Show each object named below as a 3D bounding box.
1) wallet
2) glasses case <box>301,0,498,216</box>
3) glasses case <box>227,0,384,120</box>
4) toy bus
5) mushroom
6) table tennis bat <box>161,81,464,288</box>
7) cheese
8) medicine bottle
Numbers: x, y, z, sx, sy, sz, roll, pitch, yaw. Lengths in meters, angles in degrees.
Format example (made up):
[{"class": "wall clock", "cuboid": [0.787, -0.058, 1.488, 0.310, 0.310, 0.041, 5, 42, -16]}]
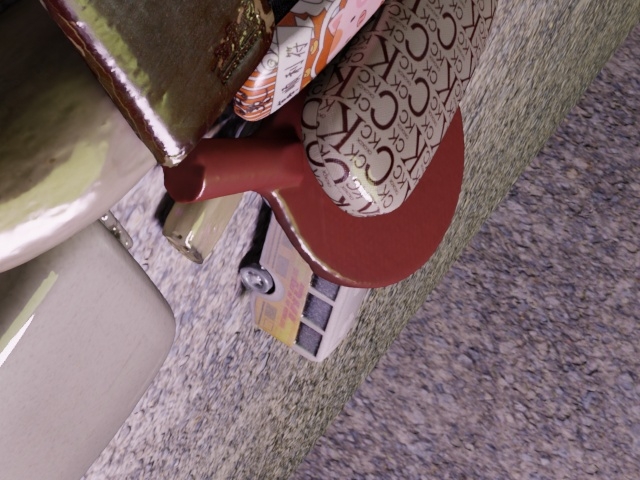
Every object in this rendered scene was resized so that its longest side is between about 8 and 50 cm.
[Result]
[{"class": "wallet", "cuboid": [-0.095, -0.148, 0.782, 0.122, 0.031, 0.232, -57, 143, -19]}, {"class": "glasses case", "cuboid": [0.080, -0.176, 1.393, 0.137, 0.085, 0.355, 54, 47, -33]}, {"class": "glasses case", "cuboid": [0.008, -0.209, 1.279, 0.267, 0.067, 0.103, -51, 167, -22]}, {"class": "toy bus", "cuboid": [0.000, 0.000, 1.646, 0.097, 0.138, 0.342, -46, 166, -34]}, {"class": "mushroom", "cuboid": [-0.178, -0.056, 0.849, 0.350, 0.128, 0.128, -43, 163, -33]}, {"class": "table tennis bat", "cuboid": [0.014, -0.081, 1.406, 0.414, 0.051, 0.268, -11, 99, -50]}, {"class": "cheese", "cuboid": [-0.081, -0.070, 1.378, 0.192, 0.037, 0.097, -59, 169, -10]}, {"class": "medicine bottle", "cuboid": [-0.226, 0.096, 1.061, 0.282, 0.123, 0.375, -52, 169, -9]}]
